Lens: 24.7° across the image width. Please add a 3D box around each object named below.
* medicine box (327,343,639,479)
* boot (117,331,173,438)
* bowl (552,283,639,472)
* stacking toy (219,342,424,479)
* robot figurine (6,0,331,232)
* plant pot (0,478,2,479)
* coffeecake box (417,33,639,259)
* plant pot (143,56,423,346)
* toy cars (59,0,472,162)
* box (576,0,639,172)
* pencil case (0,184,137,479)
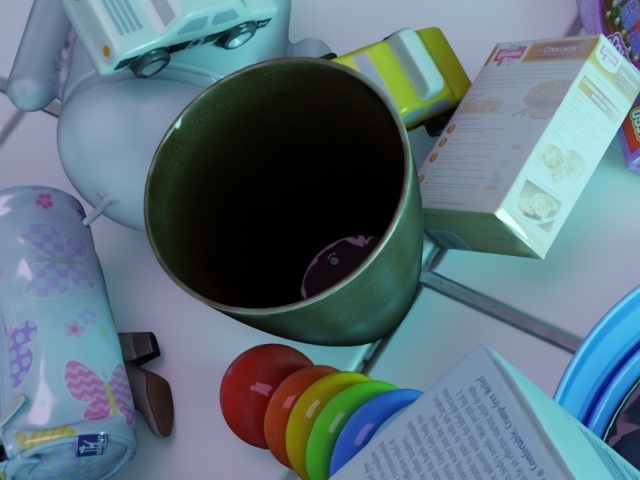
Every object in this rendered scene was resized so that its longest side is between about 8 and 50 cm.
[{"bbox_3d":[0.099,0.258,0.908,0.289,0.263,0.149,-44,34,11],"label":"medicine box"},{"bbox_3d":[-0.182,0.136,1.316,0.087,0.042,0.118,-22,55,14],"label":"boot"},{"bbox_3d":[0.356,0.182,1.065,0.391,0.077,0.391,-9,58,16],"label":"bowl"},{"bbox_3d":[0.034,0.155,1.139,0.141,0.141,0.330,-51,36,-12],"label":"stacking toy"},{"bbox_3d":[-0.135,-0.154,1.365,0.299,0.200,0.354,7,61,-4],"label":"robot figurine"},{"bbox_3d":[-0.301,0.253,1.242,0.109,0.096,0.109,-30,52,31],"label":"plant pot"},{"bbox_3d":[0.170,-0.082,1.254,0.142,0.068,0.185,6,61,59],"label":"coffeecake box"},{"bbox_3d":[0.000,0.000,1.203,0.215,0.230,0.215,-8,64,16],"label":"plant pot"},{"bbox_3d":[-0.023,-0.176,1.258,0.087,0.393,0.177,-41,35,53],"label":"toy cars"},{"bbox_3d":[0.319,-0.224,1.266,0.201,0.057,0.293,-40,47,38],"label":"box"},{"bbox_3d":[-0.241,0.086,1.274,0.124,0.113,0.273,0,56,-25],"label":"pencil case"}]
